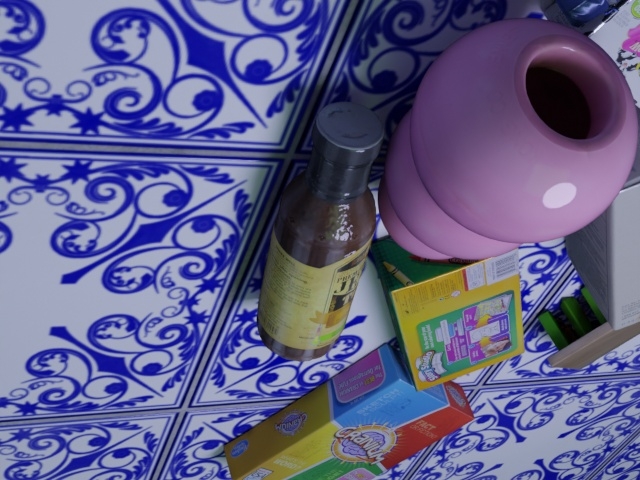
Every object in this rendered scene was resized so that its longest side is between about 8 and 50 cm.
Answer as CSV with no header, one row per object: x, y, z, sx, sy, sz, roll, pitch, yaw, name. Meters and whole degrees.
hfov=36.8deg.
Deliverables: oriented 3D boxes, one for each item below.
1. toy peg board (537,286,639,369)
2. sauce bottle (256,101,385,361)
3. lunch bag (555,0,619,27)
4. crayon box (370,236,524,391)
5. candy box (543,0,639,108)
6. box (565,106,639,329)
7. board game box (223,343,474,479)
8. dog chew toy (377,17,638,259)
0.418,0.119,1.447,0.161,0.079,0.160,-36,156,21,toy peg board
0.000,0.000,1.052,0.111,0.111,0.344,-7,143,-17,sauce bottle
0.234,-0.242,0.864,0.065,0.098,0.067,-38,178,22,lunch bag
0.174,0.082,1.263,0.165,0.081,0.278,-20,144,0,crayon box
0.350,-0.236,0.947,0.164,0.070,0.196,23,125,-39,candy box
0.371,-0.039,1.152,0.121,0.148,0.311,-23,145,1,box
0.047,0.298,1.490,0.316,0.064,0.242,-35,141,19,board game box
0.159,-0.074,0.951,0.206,0.207,0.332,-5,164,-20,dog chew toy
